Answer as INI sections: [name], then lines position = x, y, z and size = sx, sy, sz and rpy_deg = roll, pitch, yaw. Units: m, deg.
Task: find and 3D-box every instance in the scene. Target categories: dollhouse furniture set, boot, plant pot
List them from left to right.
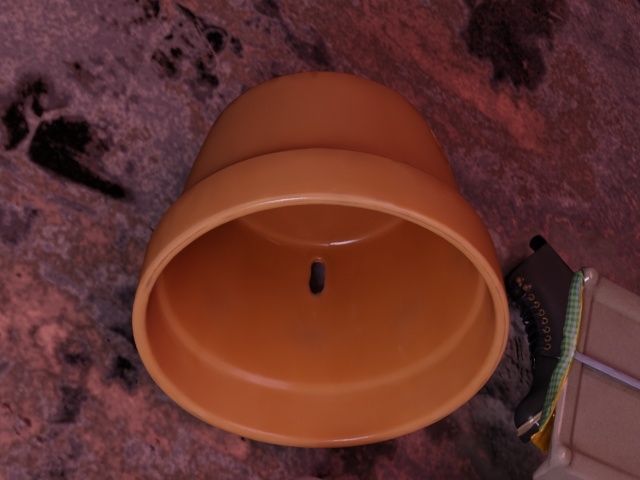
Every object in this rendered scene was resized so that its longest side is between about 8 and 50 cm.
[plant pot]
position = 0.000, 0.000, 1.293
size = 0.291, 0.291, 0.203
rpy_deg = 30, 39, -27
[boot]
position = 0.210, 0.095, 1.566
size = 0.137, 0.077, 0.198
rpy_deg = 47, 45, 1
[dollhouse furniture set]
position = 0.285, 0.177, 1.509
size = 0.301, 0.151, 0.198
rpy_deg = 27, 64, -30

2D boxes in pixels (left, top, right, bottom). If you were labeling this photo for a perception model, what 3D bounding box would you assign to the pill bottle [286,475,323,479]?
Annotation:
[pill bottle]
position = 0.062, 0.333, 1.222
size = 0.323, 0.181, 0.181
rpy_deg = 36, 52, -13
